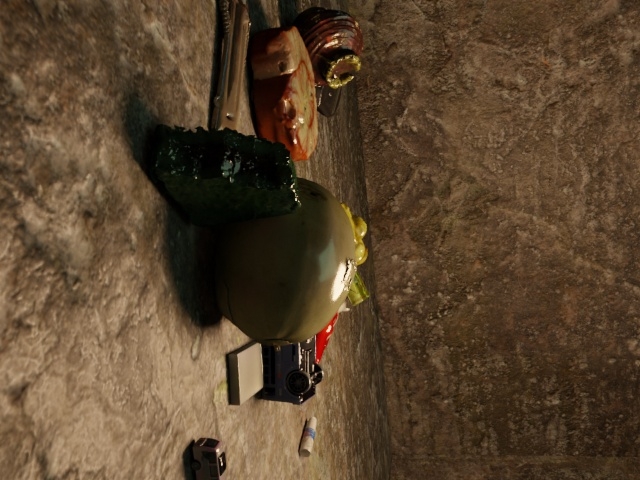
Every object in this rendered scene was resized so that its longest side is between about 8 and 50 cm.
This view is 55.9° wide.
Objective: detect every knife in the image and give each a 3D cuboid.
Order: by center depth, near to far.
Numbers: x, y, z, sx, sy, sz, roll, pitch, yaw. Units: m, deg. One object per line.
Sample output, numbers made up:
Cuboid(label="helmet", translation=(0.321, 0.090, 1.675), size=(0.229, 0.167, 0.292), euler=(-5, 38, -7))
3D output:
Cuboid(label="knife", translation=(-0.187, -0.362, 1.225), size=(0.089, 0.043, 0.366), euler=(19, 67, -41))

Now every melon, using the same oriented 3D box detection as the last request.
Cuboid(label="melon", translation=(-0.065, 0.045, 1.142), size=(0.268, 0.268, 0.330), euler=(63, 34, -62))

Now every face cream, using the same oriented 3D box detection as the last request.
Cuboid(label="face cream", translation=(-0.032, 0.552, 1.707), size=(0.130, 0.034, 0.034), euler=(-70, 154, -60))

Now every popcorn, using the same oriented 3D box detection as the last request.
Cuboid(label="popcorn", translation=(0.000, 0.000, 1.591), size=(0.195, 0.254, 0.256), euler=(-111, -150, -42))

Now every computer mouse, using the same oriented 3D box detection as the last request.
Cuboid(label="computer mouse", translation=(0.000, -0.499, 2.021), size=(0.264, 0.088, 0.147), euler=(16, 88, -78))

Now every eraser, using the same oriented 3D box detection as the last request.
Cuboid(label="eraser", translation=(-0.152, 0.272, 1.247), size=(0.150, 0.023, 0.104), euler=(-1, 87, -77))

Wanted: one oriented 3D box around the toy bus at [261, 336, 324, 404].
Cuboid(label="toy bus", translation=(-0.070, 0.219, 1.393), size=(0.125, 0.133, 0.292), euler=(5, 85, -72))

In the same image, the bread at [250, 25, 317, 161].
Cuboid(label="bread", translation=(-0.084, -0.364, 1.525), size=(0.295, 0.114, 0.328), euler=(-41, 126, -77))

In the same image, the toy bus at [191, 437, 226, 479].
Cuboid(label="toy bus", translation=(-0.182, 0.396, 1.006), size=(0.037, 0.052, 0.131), euler=(-36, 123, -74))

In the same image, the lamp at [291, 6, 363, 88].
Cuboid(label="lamp", translation=(0.019, -0.566, 1.788), size=(0.247, 0.246, 0.247), euler=(-3, 90, -78))

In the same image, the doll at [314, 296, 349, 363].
Cuboid(label="doll", translation=(0.014, 0.240, 1.884), size=(0.384, 0.099, 0.189), euler=(-43, 139, -70))

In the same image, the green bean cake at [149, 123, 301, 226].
Cuboid(label="green bean cake", translation=(-0.144, -0.114, 0.966), size=(0.193, 0.208, 0.107), euler=(69, 18, -60))

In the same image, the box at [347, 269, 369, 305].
Cuboid(label="box", translation=(0.070, 0.064, 2.027), size=(0.311, 0.043, 0.173), euler=(64, 11, 5))
